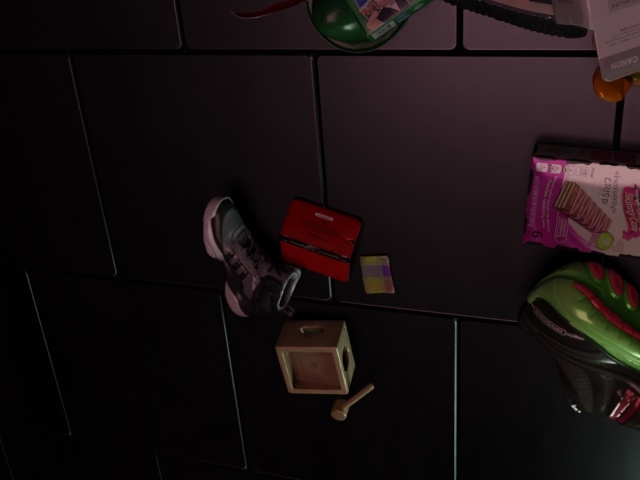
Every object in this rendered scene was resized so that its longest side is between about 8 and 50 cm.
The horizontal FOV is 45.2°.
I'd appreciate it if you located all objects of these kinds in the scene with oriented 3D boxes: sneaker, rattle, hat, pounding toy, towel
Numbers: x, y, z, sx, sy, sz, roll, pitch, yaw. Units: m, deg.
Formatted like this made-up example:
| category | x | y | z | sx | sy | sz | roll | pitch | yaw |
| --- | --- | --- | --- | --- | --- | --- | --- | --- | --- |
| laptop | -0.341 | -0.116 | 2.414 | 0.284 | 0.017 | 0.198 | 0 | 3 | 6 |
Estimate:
| category | x | y | z | sx | sy | sz | roll | pitch | yaw |
| --- | --- | --- | --- | --- | --- | --- | --- | --- | --- |
| sneaker | 0.256 | -0.403 | 1.129 | 0.318 | 0.112 | 0.131 | 23 | 96 | 12 |
| rattle | 0.480 | -0.285 | 1.071 | 0.199 | 0.142 | 0.130 | -19 | 90 | 35 |
| sneaker | -0.123 | 0.035 | 1.479 | 0.153 | 0.101 | 0.269 | 5 | 124 | 31 |
| hat | 0.021 | -0.349 | 1.181 | 0.208 | 0.183 | 0.173 | -25 | 106 | 30 |
| sneaker | 0.534 | 0.237 | 1.325 | 0.483 | 0.185 | 0.202 | 48 | 140 | -4 |
| pounding toy | 0.026 | 0.262 | 1.563 | 0.180 | 0.094 | 0.206 | -2 | 125 | 17 |
| towel | 0.108 | 0.066 | 1.471 | 0.060 | 0.009 | 0.083 | -3 | 114 | 23 |

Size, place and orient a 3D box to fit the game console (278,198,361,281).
| category | x | y | z | sx | sy | sz | roll | pitch | yaw |
| --- | --- | --- | --- | --- | --- | --- | --- | --- | --- |
| game console | 0.000 | 0.000 | 1.476 | 0.143 | 0.085 | 0.124 | 19 | 90 | 11 |

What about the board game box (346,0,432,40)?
| category | x | y | z | sx | sy | sz | roll | pitch | yaw |
| --- | --- | --- | --- | --- | --- | --- | --- | --- | --- |
| board game box | 0.148 | -0.460 | 1.074 | 0.317 | 0.046 | 0.214 | -31 | 84 | 16 |

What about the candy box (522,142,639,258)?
| category | x | y | z | sx | sy | sz | roll | pitch | yaw |
| --- | --- | --- | --- | --- | --- | --- | --- | --- | --- |
| candy box | 0.451 | -0.061 | 1.234 | 0.233 | 0.071 | 0.159 | 7 | 118 | 17 |

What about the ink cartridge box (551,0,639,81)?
| category | x | y | z | sx | sy | sz | roll | pitch | yaw |
| --- | --- | --- | --- | --- | --- | --- | --- | --- | --- |
| ink cartridge box | 0.450 | -0.381 | 0.968 | 0.309 | 0.130 | 0.272 | -17 | 110 | 3 |
